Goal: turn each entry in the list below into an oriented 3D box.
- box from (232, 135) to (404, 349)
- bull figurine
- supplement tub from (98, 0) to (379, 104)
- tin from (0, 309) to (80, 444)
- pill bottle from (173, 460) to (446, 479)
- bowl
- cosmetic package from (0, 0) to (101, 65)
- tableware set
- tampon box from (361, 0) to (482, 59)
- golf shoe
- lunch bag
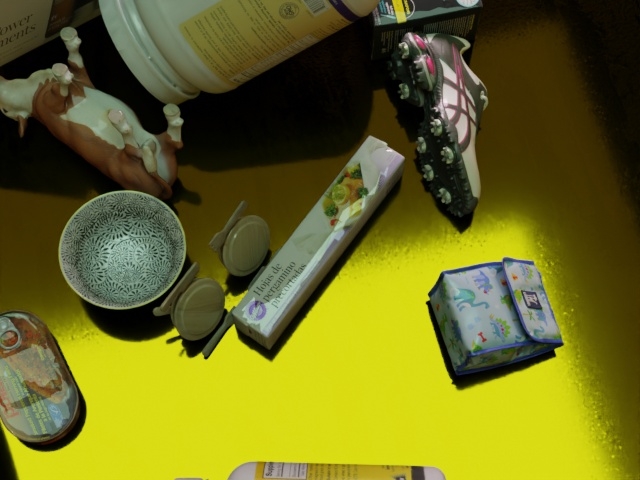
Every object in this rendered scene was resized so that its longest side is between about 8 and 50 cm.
[{"bbox_3d":[0.000,0.000,1.789,0.063,0.067,0.324,34,74,13],"label":"box"},{"bbox_3d":[-0.321,-0.174,1.805,0.310,0.188,0.101,33,59,6],"label":"bull figurine"},{"bbox_3d":[-0.110,-0.348,1.783,0.331,0.241,0.241,-26,70,17],"label":"supplement tub"},{"bbox_3d":[-0.390,0.183,1.739,0.106,0.040,0.189,-24,71,-13],"label":"tin"},{"bbox_3d":[-0.015,0.364,1.588,0.334,0.188,0.188,1,70,1],"label":"pill bottle"},{"bbox_3d":[-0.263,0.024,1.773,0.170,0.080,0.170,0,70,1],"label":"bowl"},{"bbox_3d":[-0.377,-0.390,1.751,0.097,0.284,0.377,40,50,14],"label":"cosmetic package"},{"bbox_3d":[-0.139,0.046,1.755,0.039,0.128,0.194,22,68,39],"label":"tableware set"},{"bbox_3d":[0.140,-0.351,1.898,0.161,0.101,0.120,-12,71,-4],"label":"tampon box"},{"bbox_3d":[0.191,-0.171,1.833,0.120,0.105,0.273,-10,77,-23],"label":"golf shoe"},{"bbox_3d":[0.238,0.097,1.741,0.151,0.096,0.129,-9,67,-18],"label":"lunch bag"}]
